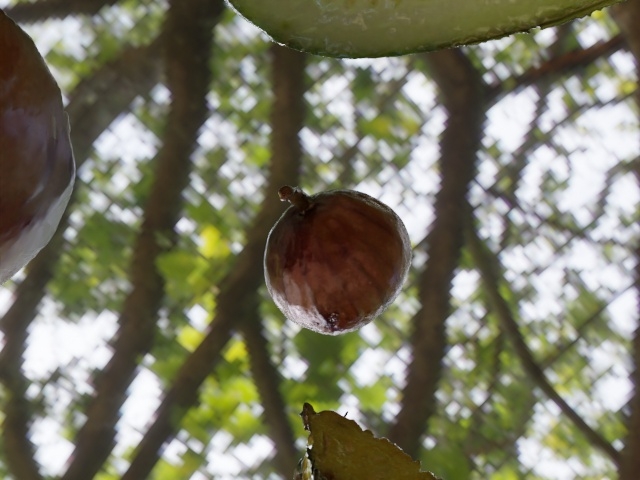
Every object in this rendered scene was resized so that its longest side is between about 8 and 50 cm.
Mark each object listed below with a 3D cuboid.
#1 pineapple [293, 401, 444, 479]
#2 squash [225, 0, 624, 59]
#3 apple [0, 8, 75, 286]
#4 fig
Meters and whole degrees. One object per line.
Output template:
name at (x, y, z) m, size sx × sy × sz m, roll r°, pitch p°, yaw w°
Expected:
pineapple at (0.054, 0.297, 1.641) m, size 0.334 × 0.161 × 0.158 m, roll -111°, pitch -145°, yaw -61°
squash at (0.085, -0.238, 1.318) m, size 0.309 × 0.233 × 0.210 m, roll -35°, pitch -133°, yaw -28°
apple at (-0.322, -0.054, 1.465) m, size 0.179 × 0.254 × 0.346 m, roll 55°, pitch -41°, yaw 28°
fig at (0.000, 0.015, 1.651) m, size 0.128 × 0.150 × 0.128 m, roll -34°, pitch -132°, yaw 49°
